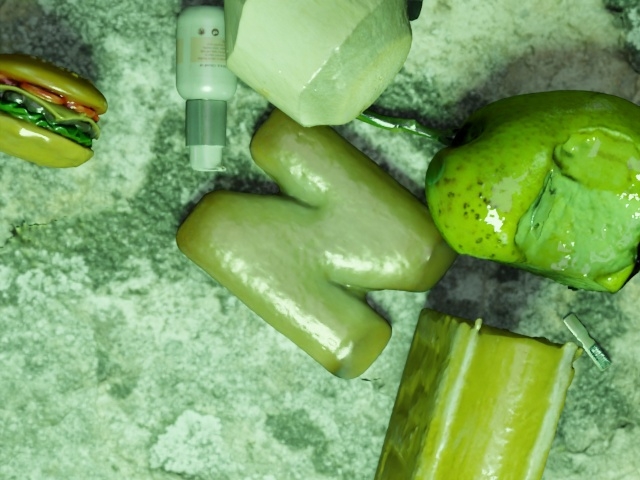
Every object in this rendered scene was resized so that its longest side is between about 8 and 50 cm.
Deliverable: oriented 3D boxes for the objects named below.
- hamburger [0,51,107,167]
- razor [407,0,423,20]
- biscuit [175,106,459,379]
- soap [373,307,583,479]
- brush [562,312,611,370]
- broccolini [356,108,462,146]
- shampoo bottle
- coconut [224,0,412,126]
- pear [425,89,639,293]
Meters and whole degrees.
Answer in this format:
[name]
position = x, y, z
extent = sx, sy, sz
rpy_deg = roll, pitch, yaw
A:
[hamburger]
position = -0.322, -0.147, 1.448
extent = 0.162, 0.162, 0.115
rpy_deg = 19, 88, -6
[razor]
position = 0.088, -0.341, 1.535
extent = 0.090, 0.054, 0.148
rpy_deg = 9, 91, -10
[biscuit]
position = 0.000, 0.000, 1.530
extent = 0.291, 0.062, 0.237
rpy_deg = 41, 87, -4
[soap]
position = 0.156, 0.246, 1.435
extent = 0.156, 0.293, 0.335
rpy_deg = 15, 91, -7
[brush]
position = 0.332, 0.126, 1.589
extent = 0.016, 0.013, 0.083
rpy_deg = -38, 93, -2
[broccolini]
position = 0.114, -0.140, 1.543
extent = 0.254, 0.057, 0.071
rpy_deg = 17, 46, -9
[shampoo bottle]
position = -0.134, -0.177, 1.506
extent = 0.074, 0.074, 0.192
rpy_deg = 1, 93, -6
[coconut]
position = -0.016, -0.245, 1.445
extent = 0.222, 0.202, 0.202
rpy_deg = 42, 87, 10
[pear]
position = 0.255, -0.079, 1.477
extent = 0.255, 0.164, 0.238
rpy_deg = 17, 90, -22
